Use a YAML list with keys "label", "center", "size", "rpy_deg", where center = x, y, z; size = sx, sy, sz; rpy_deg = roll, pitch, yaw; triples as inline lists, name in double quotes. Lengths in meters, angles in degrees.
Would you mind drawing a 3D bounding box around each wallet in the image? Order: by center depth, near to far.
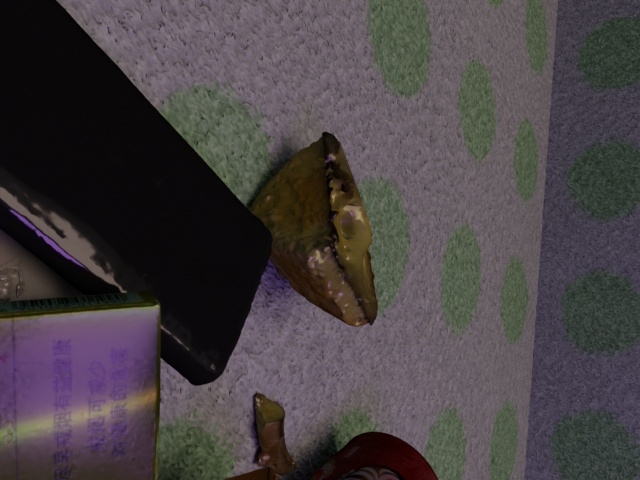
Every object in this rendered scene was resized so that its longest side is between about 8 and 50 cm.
- label: "wallet"
  center: [-0.208, -0.055, 0.605]
  size: [0.406, 0.062, 0.228]
  rpy_deg: [49, 40, -31]

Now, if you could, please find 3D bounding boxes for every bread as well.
- label: "bread"
  center: [0.000, 0.000, 0.903]
  size: [0.204, 0.163, 0.262]
  rpy_deg: [55, 26, -38]

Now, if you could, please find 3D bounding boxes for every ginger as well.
- label: "ginger"
  center: [-0.070, 0.291, 0.908]
  size: [0.057, 0.044, 0.137]
  rpy_deg: [-48, 133, -66]

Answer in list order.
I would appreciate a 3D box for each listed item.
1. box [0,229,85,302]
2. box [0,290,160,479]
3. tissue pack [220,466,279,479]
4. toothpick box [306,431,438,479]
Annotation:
- label: "box"
  center: [-0.281, -0.005, 0.572]
  size: [0.285, 0.044, 0.142]
  rpy_deg: [-2, 76, -55]
- label: "box"
  center: [-0.282, 0.135, 0.469]
  size: [0.311, 0.043, 0.172]
  rpy_deg: [-3, 103, -29]
- label: "tissue pack"
  center: [-0.112, 0.401, 0.614]
  size: [0.274, 0.194, 0.145]
  rpy_deg: [-92, 158, -60]
- label: "toothpick box"
  center: [0.025, 0.451, 0.908]
  size: [0.333, 0.204, 0.204]
  rpy_deg: [-20, 107, -52]
